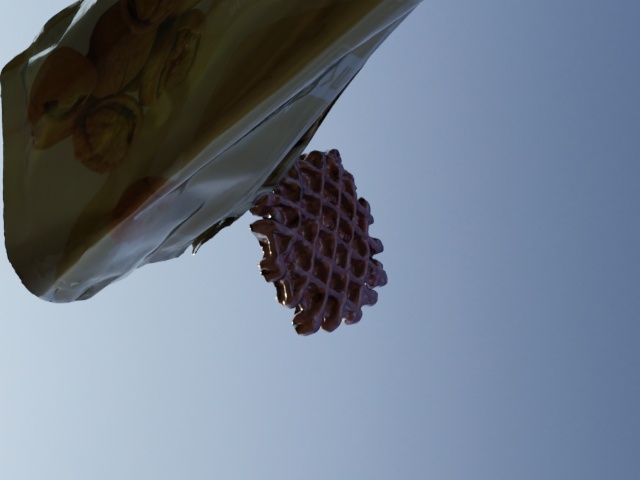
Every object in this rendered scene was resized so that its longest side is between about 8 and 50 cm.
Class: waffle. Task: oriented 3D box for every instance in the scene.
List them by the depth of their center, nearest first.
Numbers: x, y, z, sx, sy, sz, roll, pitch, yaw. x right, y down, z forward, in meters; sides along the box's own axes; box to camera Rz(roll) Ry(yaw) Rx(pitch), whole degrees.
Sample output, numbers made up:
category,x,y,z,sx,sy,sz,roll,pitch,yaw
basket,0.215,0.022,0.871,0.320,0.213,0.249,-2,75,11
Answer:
category,x,y,z,sx,sy,sz,roll,pitch,yaw
waffle,0.000,0.000,1.125,0.056,0.234,0.221,-17,-84,37

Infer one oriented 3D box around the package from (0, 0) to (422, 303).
category,x,y,z,sx,sy,sz,roll,pitch,yaw
package,-0.041,-0.106,0.600,0.311,0.165,0.221,-40,-136,20
